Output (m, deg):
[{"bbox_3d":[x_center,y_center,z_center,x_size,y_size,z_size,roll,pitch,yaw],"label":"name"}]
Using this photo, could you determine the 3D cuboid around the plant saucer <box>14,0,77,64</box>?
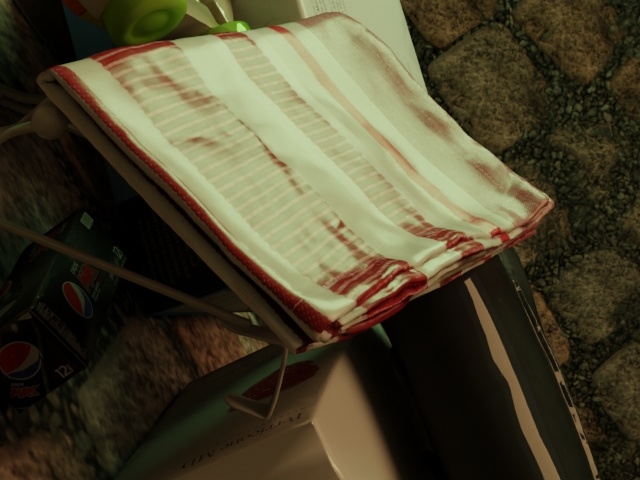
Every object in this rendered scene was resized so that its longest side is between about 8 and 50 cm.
[{"bbox_3d":[-0.245,-0.284,1.292,0.310,0.050,0.310,58,13,-22],"label":"plant saucer"}]

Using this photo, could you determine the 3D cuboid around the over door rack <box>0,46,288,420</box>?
[{"bbox_3d":[-0.134,-0.049,0.890,0.324,0.108,0.239,33,19,-6],"label":"over door rack"}]

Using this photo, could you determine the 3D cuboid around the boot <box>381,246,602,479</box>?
[{"bbox_3d":[0.132,0.168,0.857,0.367,0.146,0.445,54,19,-65],"label":"boot"}]

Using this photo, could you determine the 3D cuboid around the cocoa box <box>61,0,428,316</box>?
[{"bbox_3d":[-0.052,-0.126,1.175,0.231,0.228,0.347,3,68,-62],"label":"cocoa box"}]

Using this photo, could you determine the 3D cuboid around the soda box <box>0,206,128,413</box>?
[{"bbox_3d":[-0.178,0.042,0.880,0.053,0.060,0.169,51,15,-17],"label":"soda box"}]

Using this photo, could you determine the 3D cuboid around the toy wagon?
[{"bbox_3d":[-0.171,-0.246,0.914,0.267,0.068,0.344,60,15,15],"label":"toy wagon"}]

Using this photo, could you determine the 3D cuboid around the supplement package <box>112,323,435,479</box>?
[{"bbox_3d":[-0.020,0.187,0.954,0.175,0.177,0.293,63,12,-7],"label":"supplement package"}]

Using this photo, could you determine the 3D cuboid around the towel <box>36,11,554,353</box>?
[{"bbox_3d":[0.003,-0.059,0.863,0.237,0.037,0.329,44,31,14],"label":"towel"}]
